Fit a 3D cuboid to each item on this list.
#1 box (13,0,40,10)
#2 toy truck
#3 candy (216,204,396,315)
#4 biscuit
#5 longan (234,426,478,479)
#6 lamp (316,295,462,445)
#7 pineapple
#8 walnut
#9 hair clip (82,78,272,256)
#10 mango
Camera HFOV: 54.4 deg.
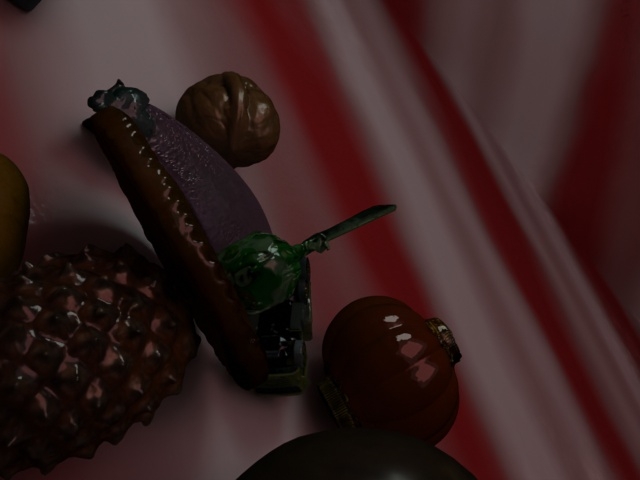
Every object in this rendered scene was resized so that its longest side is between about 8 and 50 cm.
[{"bbox_3d":[-0.389,-0.425,0.825,0.162,0.130,0.227,35,36,-33],"label":"box"},{"bbox_3d":[-0.051,0.113,0.815,0.116,0.085,0.191,76,11,-48],"label":"toy truck"},{"bbox_3d":[0.002,0.000,0.794,0.323,0.097,0.097,-27,83,-43],"label":"candy"},{"bbox_3d":[-0.142,0.011,0.635,0.040,0.318,0.318,-30,85,-17],"label":"biscuit"},{"bbox_3d":[0.042,0.335,0.499,0.361,0.361,0.361,36,35,-31],"label":"longan"},{"bbox_3d":[0.095,0.182,0.859,0.223,0.196,0.223,60,-8,14],"label":"lamp"},{"bbox_3d":[-0.243,0.115,0.431,0.175,0.175,0.361,56,34,0],"label":"pineapple"},{"bbox_3d":[-0.140,-0.176,0.934,0.167,0.149,0.166,12,39,-10],"label":"walnut"},{"bbox_3d":[-0.167,-0.068,0.845,0.359,0.095,0.110,44,14,-25],"label":"hair clip"},{"bbox_3d":[-0.323,-0.014,0.548,0.137,0.098,0.195,42,25,-18],"label":"mango"}]
